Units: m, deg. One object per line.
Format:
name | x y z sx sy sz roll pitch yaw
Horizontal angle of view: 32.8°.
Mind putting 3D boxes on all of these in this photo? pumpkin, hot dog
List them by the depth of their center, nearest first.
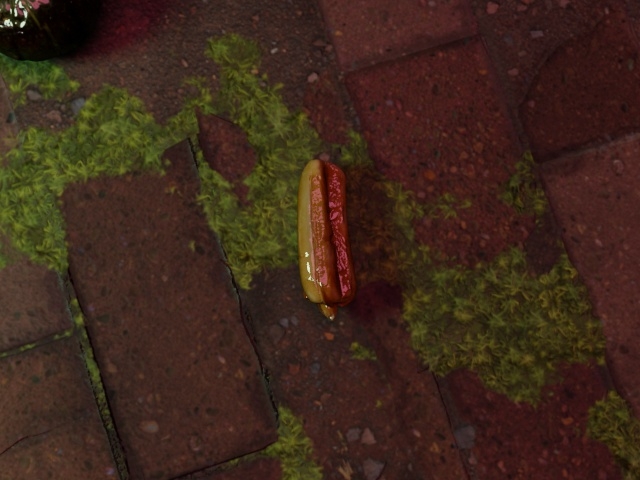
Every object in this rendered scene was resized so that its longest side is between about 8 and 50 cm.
pumpkin | -0.447 -0.392 1.649 0.238 0.159 0.238 0 86 -4
hot dog | 0.000 0.000 1.660 0.076 0.102 0.249 -13 77 35
